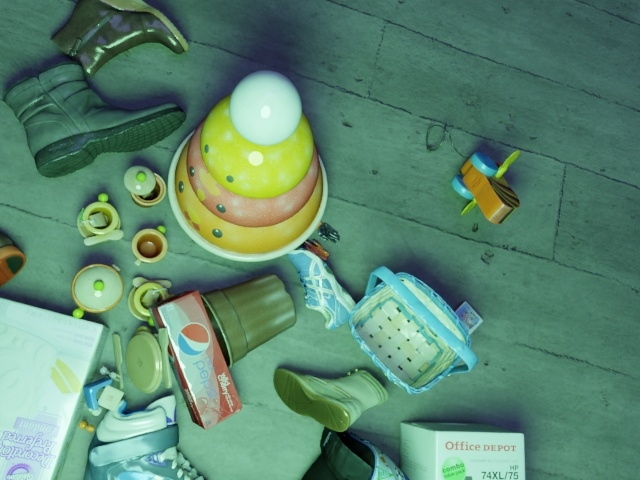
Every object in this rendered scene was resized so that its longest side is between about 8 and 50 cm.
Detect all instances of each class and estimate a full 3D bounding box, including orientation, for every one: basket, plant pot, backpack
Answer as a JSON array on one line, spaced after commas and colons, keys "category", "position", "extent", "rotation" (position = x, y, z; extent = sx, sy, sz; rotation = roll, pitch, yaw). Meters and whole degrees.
[{"category": "basket", "position": [0.180, 0.180, 1.193], "extent": [0.201, 0.289, 0.254], "rotation": [-40, 80, -13]}, {"category": "plant pot", "position": [-0.149, 0.154, 1.206], "extent": [0.165, 0.167, 0.166], "rotation": [-23, 84, -23]}, {"category": "backpack", "position": [0.056, 0.513, 1.119], "extent": [0.213, 0.263, 0.276], "rotation": [35, 73, -5]}]

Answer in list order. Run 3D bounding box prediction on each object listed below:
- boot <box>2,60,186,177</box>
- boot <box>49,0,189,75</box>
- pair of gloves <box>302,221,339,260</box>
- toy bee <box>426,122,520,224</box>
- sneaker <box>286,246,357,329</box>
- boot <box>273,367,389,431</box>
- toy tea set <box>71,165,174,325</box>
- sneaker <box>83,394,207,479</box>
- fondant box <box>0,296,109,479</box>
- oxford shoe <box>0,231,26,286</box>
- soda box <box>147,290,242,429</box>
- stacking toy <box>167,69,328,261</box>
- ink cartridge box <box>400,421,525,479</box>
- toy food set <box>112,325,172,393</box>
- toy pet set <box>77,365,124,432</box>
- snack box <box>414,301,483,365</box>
[{"category": "boot", "position": [-0.482, -0.294, 1.244], "extent": [0.338, 0.118, 0.222], "rotation": [-23, 79, -20]}, {"category": "boot", "position": [-0.448, -0.448, 1.311], "extent": [0.248, 0.090, 0.206], "rotation": [38, 87, -7]}, {"category": "pair of gloves", "position": [0.000, 0.000, 1.342], "extent": [0.074, 0.010, 0.083], "rotation": [34, 71, -3]}, {"category": "toy bee", "position": [0.399, -0.163, 1.389], "extent": [0.162, 0.195, 0.298], "rotation": [5, 65, -36]}, {"category": "sneaker", "position": [-0.007, 0.103, 1.283], "extent": [0.081, 0.080, 0.211], "rotation": [-40, 88, -20]}, {"category": "boot", "position": [0.021, 0.316, 1.239], "extent": [0.165, 0.213, 0.077], "rotation": [-13, 115, -49]}, {"category": "toy tea set", "position": [-0.397, 0.006, 1.179], "extent": [0.200, 0.124, 0.335], "rotation": [1, 78, -23]}, {"category": "sneaker", "position": [-0.286, 0.429, 1.127], "extent": [0.323, 0.130, 0.236], "rotation": [16, 80, -3]}, {"category": "fondant box", "position": [-0.579, 0.291, 1.110], "extent": [0.239, 0.096, 0.330], "rotation": [17, 77, -9]}, {"category": "oxford shoe", "position": [-0.719, 0.085, 1.134], "extent": [0.271, 0.097, 0.098], "rotation": [-39, 69, -21]}, {"category": "soda box", "position": [-0.251, 0.237, 1.165], "extent": [0.092, 0.083, 0.263], "rotation": [-24, 97, -30]}, {"category": "stacking toy", "position": [-0.126, -0.177, 1.098], "extent": [0.351, 0.480, 0.350], "rotation": [3, 73, -9]}, {"category": "ink cartridge box", "position": [0.287, 0.523, 1.202], "extent": [0.198, 0.197, 0.269], "rotation": [5, 77, -12]}, {"category": "toy food set", "position": [-0.341, 0.234, 1.150], "extent": [0.039, 0.192, 0.132], "rotation": [-1, 81, -49]}, {"category": "toy pet set", "position": [-0.437, 0.301, 1.116], "extent": [0.065, 0.114, 0.122], "rotation": [37, 64, -29]}, {"category": "snack box", "position": [0.299, 0.224, 1.357], "extent": [0.178, 0.022, 0.064], "rotation": [-41, 88, -17]}]
